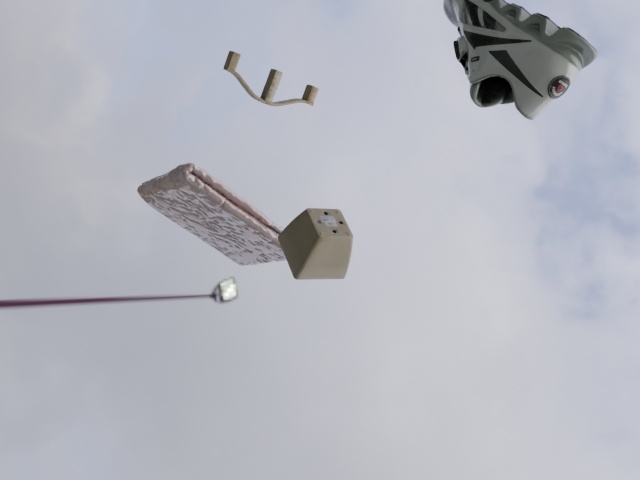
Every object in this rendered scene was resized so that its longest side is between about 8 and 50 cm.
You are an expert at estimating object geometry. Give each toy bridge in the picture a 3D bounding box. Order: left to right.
[{"bbox_3d":[-0.088,-0.274,1.356,0.026,0.188,0.063,31,-79,56],"label":"toy bridge"}]

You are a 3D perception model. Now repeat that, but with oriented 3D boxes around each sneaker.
[{"bbox_3d":[0.248,-0.281,1.128,0.146,0.122,0.330,-56,-149,15],"label":"sneaker"}]

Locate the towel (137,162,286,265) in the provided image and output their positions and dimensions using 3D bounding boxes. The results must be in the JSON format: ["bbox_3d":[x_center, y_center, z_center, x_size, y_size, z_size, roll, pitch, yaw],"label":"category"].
[{"bbox_3d":[-0.224,-0.051,1.666,0.332,0.317,0.053,-9,-131,60],"label":"towel"}]

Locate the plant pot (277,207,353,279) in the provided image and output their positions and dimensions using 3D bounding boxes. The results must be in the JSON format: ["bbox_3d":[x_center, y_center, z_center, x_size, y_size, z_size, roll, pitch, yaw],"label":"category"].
[{"bbox_3d":[0.000,0.000,1.395,0.096,0.109,0.109,-62,-141,40],"label":"plant pot"}]
